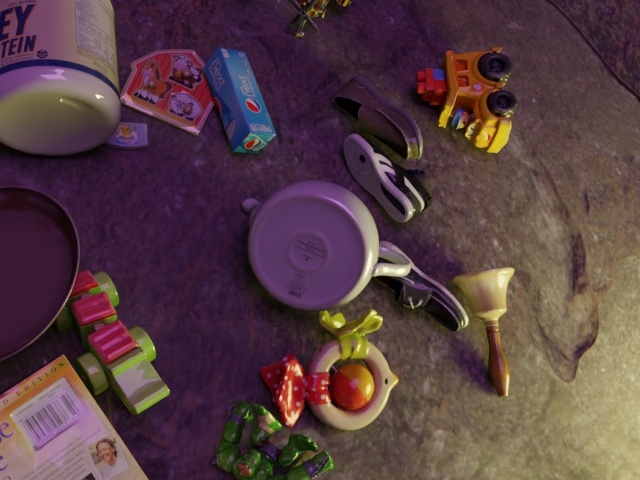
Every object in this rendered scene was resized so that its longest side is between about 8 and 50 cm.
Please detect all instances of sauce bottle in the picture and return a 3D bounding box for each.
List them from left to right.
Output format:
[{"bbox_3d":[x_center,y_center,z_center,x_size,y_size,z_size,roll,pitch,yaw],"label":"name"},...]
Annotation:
[{"bbox_3d":[-0.042,0.399,1.277,0.042,0.042,0.128,45,56,6],"label":"sauce bottle"}]

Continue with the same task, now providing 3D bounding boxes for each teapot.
[{"bbox_3d":[0.000,0.000,1.414,0.256,0.252,0.187,62,17,-7],"label":"teapot"}]

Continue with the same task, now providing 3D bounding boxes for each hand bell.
[{"bbox_3d":[0.340,0.183,1.510,0.126,0.126,0.242,-3,77,-22],"label":"hand bell"}]

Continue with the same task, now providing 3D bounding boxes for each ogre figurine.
[{"bbox_3d":[-0.088,0.351,1.251,0.197,0.097,0.118,34,65,6],"label":"ogre figurine"}]

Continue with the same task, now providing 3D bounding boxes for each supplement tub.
[{"bbox_3d":[-0.486,-0.342,1.379,0.235,0.235,0.325,-1,64,-21],"label":"supplement tub"}]

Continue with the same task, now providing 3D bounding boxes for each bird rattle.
[{"bbox_3d":[0.033,0.239,1.344,0.207,0.143,0.253,48,60,-12],"label":"bird rattle"}]

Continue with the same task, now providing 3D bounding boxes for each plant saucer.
[{"bbox_3d":[-0.516,0.059,1.210,0.310,0.050,0.311,-4,64,8],"label":"plant saucer"}]

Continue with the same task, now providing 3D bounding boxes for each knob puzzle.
[{"bbox_3d":[-0.293,-0.323,1.562,0.213,0.030,0.213,9,61,-16],"label":"knob puzzle"}]

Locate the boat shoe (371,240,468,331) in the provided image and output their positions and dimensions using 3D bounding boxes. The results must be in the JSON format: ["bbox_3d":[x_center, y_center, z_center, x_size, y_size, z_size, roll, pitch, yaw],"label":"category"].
[{"bbox_3d":[0.180,0.103,1.492,0.233,0.084,0.079,40,60,10],"label":"boat shoe"}]

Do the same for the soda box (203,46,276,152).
[{"bbox_3d":[-0.165,-0.283,1.556,0.067,0.071,0.210,-2,63,-42],"label":"soda box"}]

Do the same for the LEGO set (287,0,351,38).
[{"bbox_3d":[-0.062,-0.633,1.673,0.331,0.255,0.192,45,30,-8],"label":"LEGO set"}]

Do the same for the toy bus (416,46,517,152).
[{"bbox_3d":[0.320,-0.318,1.732,0.211,0.149,0.220,0,66,-6],"label":"toy bus"}]

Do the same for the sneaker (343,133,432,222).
[{"bbox_3d":[0.147,-0.142,1.615,0.121,0.079,0.217,-26,76,-40],"label":"sneaker"}]

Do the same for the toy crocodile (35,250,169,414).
[{"bbox_3d":[-0.358,0.135,1.234,0.115,0.105,0.340,-25,58,-29],"label":"toy crocodile"}]

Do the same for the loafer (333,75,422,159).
[{"bbox_3d":[0.119,-0.248,1.634,0.087,0.094,0.251,-30,57,-21],"label":"loafer"}]

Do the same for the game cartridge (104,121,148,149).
[{"bbox_3d":[-0.373,-0.200,1.478,0.083,0.017,0.056,-1,68,-21],"label":"game cartridge"}]

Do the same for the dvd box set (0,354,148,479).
[{"bbox_3d":[-0.377,0.418,1.070,0.307,0.062,0.420,-36,95,-32],"label":"dvd box set"}]
